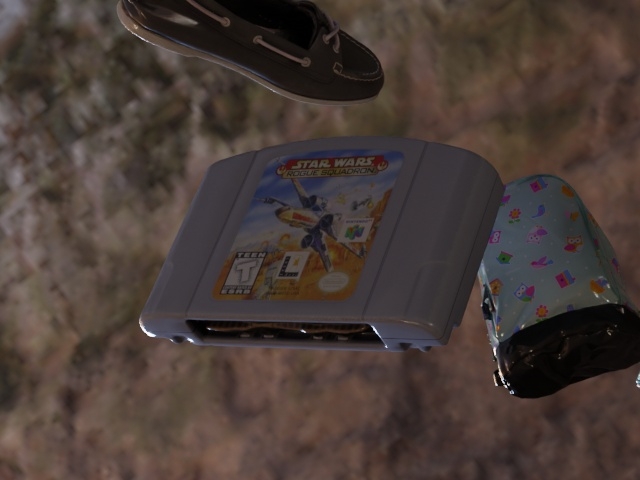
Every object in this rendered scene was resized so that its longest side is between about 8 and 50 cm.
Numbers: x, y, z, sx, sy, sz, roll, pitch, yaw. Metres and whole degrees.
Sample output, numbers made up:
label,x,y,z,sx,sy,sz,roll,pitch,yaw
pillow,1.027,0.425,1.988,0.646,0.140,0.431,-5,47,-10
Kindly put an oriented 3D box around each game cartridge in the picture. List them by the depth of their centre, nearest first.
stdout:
label,x,y,z,sx,sy,sz,roll,pitch,yaw
game cartridge,0.000,0.000,1.389,0.297,0.062,0.198,-1,-124,32

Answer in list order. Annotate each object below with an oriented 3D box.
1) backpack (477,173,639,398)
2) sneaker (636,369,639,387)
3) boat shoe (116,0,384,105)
label,x,y,z,sx,sy,sz,roll,pitch,yaw
backpack,0.206,0.033,1.452,0.152,0.182,0.115,-16,147,7
sneaker,0.432,0.157,1.904,0.065,0.166,0.076,9,-98,50
boat shoe,-0.058,-0.236,1.808,0.095,0.335,0.112,-55,-146,35
